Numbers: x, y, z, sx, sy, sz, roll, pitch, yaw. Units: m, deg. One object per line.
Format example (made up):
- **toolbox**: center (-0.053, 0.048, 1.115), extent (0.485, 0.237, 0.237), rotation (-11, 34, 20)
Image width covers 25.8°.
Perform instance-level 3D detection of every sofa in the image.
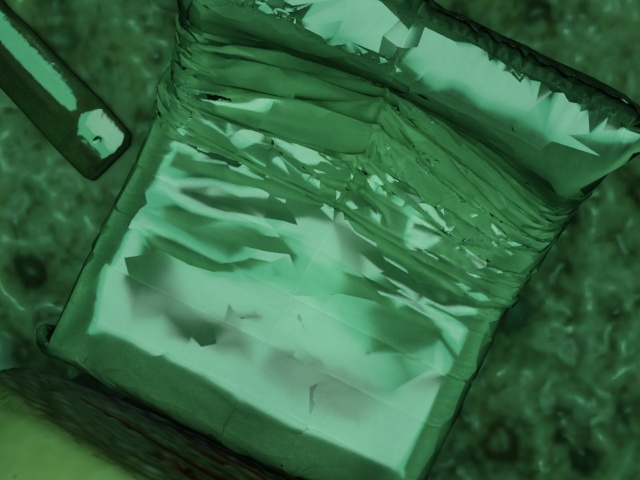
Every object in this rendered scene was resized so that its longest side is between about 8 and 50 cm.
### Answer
- **sofa**: center (0.000, 0.000, 0.607), extent (0.210, 0.176, 0.225), rotation (28, 95, 0)

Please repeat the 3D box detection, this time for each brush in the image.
- **brush**: center (-0.167, -0.108, 0.682), extent (0.034, 0.027, 0.190), rotation (-42, 92, 7)

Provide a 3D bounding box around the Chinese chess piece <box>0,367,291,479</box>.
- **Chinese chess piece**: center (-0.046, 0.154, 0.575), extent (0.270, 0.270, 0.112), rotation (26, 87, 1)
